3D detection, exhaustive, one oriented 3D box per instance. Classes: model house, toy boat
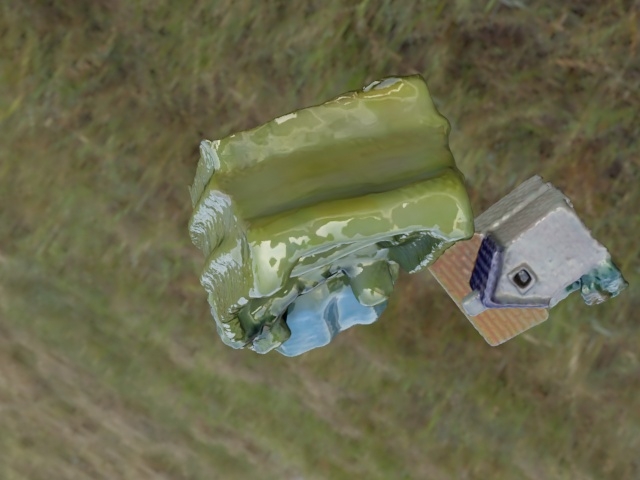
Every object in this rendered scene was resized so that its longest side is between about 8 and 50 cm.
[{"bbox_3d":[0.136,0.022,0.876,0.088,0.100,0.101,53,-177,-12],"label":"model house"},{"bbox_3d":[-0.002,-0.006,0.577,0.276,0.111,0.084,105,147,-80],"label":"toy boat"}]
